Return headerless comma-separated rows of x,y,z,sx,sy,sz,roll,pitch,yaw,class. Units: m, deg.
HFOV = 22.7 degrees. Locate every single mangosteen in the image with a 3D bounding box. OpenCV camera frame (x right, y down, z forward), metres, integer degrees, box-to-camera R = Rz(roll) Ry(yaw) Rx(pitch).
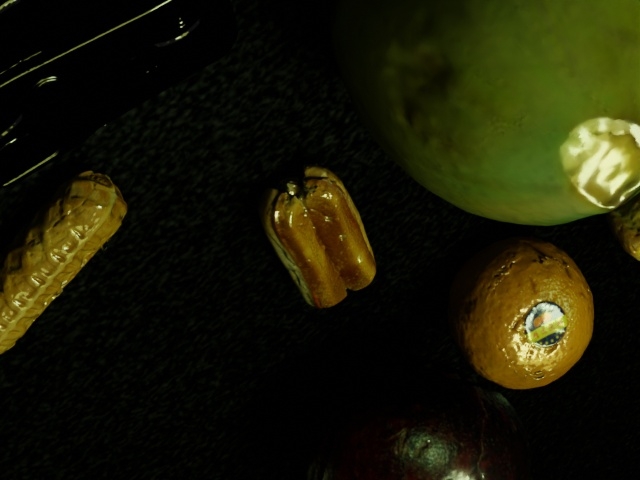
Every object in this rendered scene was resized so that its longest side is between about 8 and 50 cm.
0.071,0.204,1.400,0.216,0.216,0.216,-26,146,-19,mangosteen

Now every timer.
-0.140,-0.117,0.936,0.187,0.055,0.144,-32,147,-10,timer

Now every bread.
0.352,-0.023,1.536,0.187,0.065,0.103,5,127,-46,bread
-0.189,0.017,1.065,0.157,0.044,0.052,-47,150,15,bread

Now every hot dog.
0.000,0.000,1.231,0.071,0.045,0.165,-36,148,-6,hot dog

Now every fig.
0.135,-0.118,1.007,0.239,0.271,0.239,-14,138,-13,fig

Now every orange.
0.177,0.062,1.414,0.135,0.117,0.135,-3,102,-12,orange
